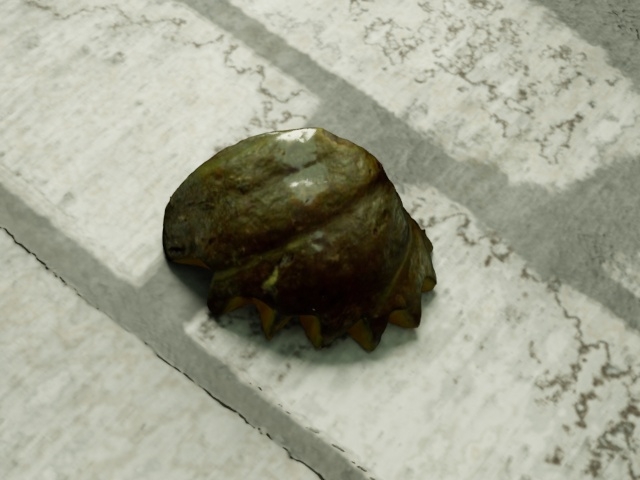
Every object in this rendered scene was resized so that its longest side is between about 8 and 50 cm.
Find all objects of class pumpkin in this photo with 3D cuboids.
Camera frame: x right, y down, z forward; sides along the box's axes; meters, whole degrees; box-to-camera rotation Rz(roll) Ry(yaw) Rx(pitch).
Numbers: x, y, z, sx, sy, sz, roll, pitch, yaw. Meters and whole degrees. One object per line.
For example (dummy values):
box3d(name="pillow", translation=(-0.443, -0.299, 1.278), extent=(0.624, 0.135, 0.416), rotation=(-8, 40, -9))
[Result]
box3d(name="pumpkin", translation=(0.000, 0.000, 1.250), extent=(0.254, 0.149, 0.130), rotation=(4, 48, -14))
